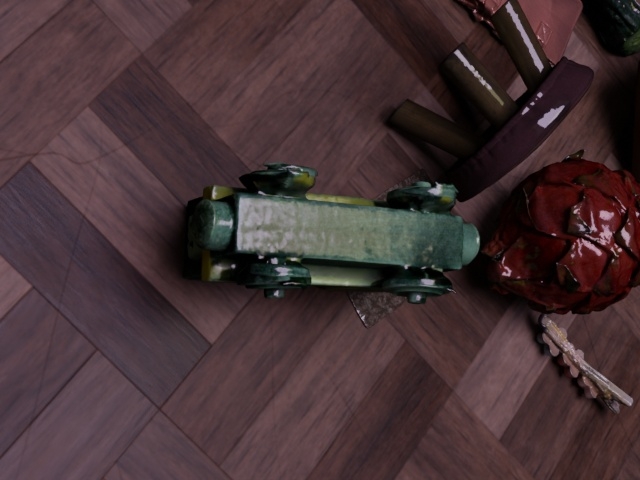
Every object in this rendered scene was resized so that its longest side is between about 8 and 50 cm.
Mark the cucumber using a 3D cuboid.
[{"bbox_3d":[0.512,-0.402,1.908,0.193,0.085,0.115,53,15,-10],"label":"cucumber"}]

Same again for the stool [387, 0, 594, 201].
[{"bbox_3d":[0.251,-0.206,1.613,0.178,0.272,0.272,46,60,0],"label":"stool"}]

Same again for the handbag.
[{"bbox_3d":[0.331,-0.395,1.806,0.212,0.059,0.157,36,63,-21],"label":"handbag"}]

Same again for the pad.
[{"bbox_3d":[0.113,0.007,1.621,0.235,0.003,0.158,-33,98,-32],"label":"pad"}]

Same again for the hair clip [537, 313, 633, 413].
[{"bbox_3d":[0.409,0.198,1.737,0.214,0.056,0.062,43,48,-7],"label":"hair clip"}]

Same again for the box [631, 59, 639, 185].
[{"bbox_3d":[0.707,-0.227,1.846,0.339,0.239,0.229,-27,122,-33],"label":"box"}]

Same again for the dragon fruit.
[{"bbox_3d":[0.378,-0.007,1.650,0.298,0.244,0.244,-17,89,-17],"label":"dragon fruit"}]

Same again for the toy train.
[{"bbox_3d":[0.000,0.000,1.402,0.397,0.253,0.160,4,84,-30],"label":"toy train"}]
